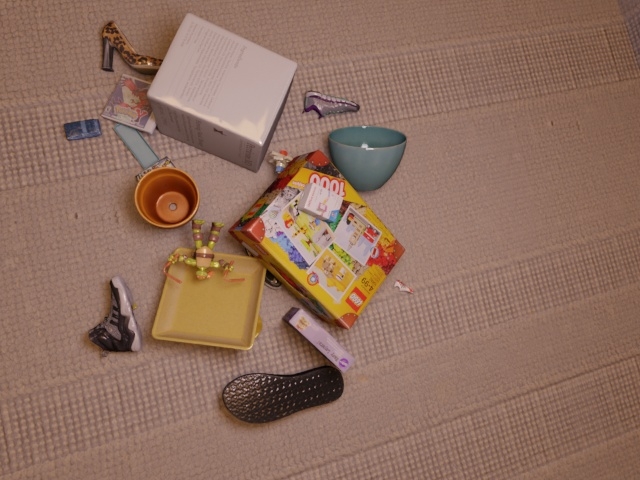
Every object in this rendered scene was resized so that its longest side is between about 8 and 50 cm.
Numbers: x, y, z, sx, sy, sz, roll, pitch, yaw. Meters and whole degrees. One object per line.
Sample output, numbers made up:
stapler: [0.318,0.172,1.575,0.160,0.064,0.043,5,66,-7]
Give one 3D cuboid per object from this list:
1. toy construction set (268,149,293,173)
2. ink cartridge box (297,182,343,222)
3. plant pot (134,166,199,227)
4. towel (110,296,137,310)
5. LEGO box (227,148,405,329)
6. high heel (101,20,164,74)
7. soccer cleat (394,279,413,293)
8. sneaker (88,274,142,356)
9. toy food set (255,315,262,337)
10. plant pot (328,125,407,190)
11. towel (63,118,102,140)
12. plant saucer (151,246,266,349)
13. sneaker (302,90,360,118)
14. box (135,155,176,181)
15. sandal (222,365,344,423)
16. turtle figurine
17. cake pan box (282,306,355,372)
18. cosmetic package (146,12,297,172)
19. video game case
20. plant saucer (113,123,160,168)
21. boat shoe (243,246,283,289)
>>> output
toy construction set: [-0.142,-0.163,1.744,0.215,0.151,0.327,14,91,-10]
ink cartridge box: [0.000,-0.118,1.485,0.123,0.052,0.088,23,79,-27]
plant pot: [-0.522,-0.132,1.629,0.205,0.188,0.205,2,83,-12]
towel: [-0.686,0.219,1.638,0.060,0.009,0.083,-33,90,-13]
LEGO box: [0.000,0.000,1.629,0.500,0.193,0.372,46,70,-22]
high heel: [-0.672,-0.714,1.722,0.261,0.093,0.186,2,88,-3]
soccer cleat: [0.328,0.189,1.848,0.083,0.029,0.035,35,86,-2]
sneaker: [-0.702,0.259,1.570,0.153,0.101,0.268,-14,96,-13]
toy food set: [-0.309,0.285,1.673,0.218,0.071,0.128,30,64,9]
plant pot: [0.173,-0.302,1.780,0.290,0.290,0.195,-7,120,-13]
towel: [-0.850,-0.397,1.677,0.120,0.029,0.067,-14,85,-13]
plant saucer: [-0.370,0.206,1.621,0.333,0.081,0.332,7,63,-1]
sneaker: [0.041,-0.525,1.871,0.224,0.083,0.098,12,101,-6]
box: [-0.588,-0.232,1.711,0.137,0.027,0.094,-38,92,-14]
sandal: [-0.133,0.545,1.675,0.446,0.107,0.167,1,81,-24]
turtle figurine: [-0.382,0.044,1.593,0.270,0.087,0.217,8,89,-15]
cake pan box: [-0.009,0.343,1.644,0.267,0.246,0.070,43,80,-5]
cosmetic package: [-0.335,-0.496,1.645,0.394,0.329,0.327,22,78,-7]
video game case: [-0.667,-0.498,1.707,0.201,0.023,0.183,19,78,8]
plant saucer: [-0.671,-0.352,1.715,0.067,0.018,0.192,-38,90,-14]
boat shoe: [-0.211,0.089,1.724,0.078,0.070,0.219,-38,91,-14]
